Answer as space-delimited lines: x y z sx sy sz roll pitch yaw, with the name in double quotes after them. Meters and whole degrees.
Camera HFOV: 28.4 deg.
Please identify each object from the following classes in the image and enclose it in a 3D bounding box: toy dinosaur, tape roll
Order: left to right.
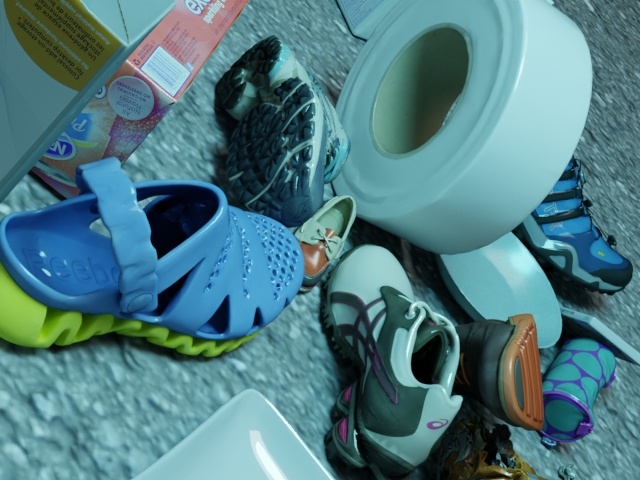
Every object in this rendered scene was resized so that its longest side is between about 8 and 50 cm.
0.134 -0.134 1.282 0.100 0.286 0.286 25 37 -32 "tape roll"
0.198 0.297 1.053 0.218 0.164 0.321 6 67 -29 "toy dinosaur"

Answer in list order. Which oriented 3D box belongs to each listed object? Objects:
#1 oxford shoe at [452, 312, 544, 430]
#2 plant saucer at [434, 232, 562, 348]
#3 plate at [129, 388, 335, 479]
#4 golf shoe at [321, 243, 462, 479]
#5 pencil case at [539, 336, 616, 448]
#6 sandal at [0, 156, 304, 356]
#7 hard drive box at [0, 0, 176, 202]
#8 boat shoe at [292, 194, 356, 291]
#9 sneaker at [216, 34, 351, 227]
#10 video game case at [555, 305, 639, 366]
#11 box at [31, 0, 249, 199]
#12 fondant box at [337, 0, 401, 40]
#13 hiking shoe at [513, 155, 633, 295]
0.148 0.119 1.135 0.271 0.098 0.096 5 81 -81 "oxford shoe"
0.182 0.044 1.380 0.195 0.037 0.195 32 33 -24 "plant saucer"
-0.034 0.262 0.857 0.277 0.045 0.278 49 31 5 "plate"
0.074 0.090 1.117 0.105 0.120 0.272 29 34 -26 "golf shoe"
0.268 0.156 1.333 0.070 0.064 0.152 38 30 6 "pencil case"
-0.111 0.009 0.963 0.317 0.138 0.126 -1 54 -54 "sandal"
-0.238 -0.128 0.820 0.181 0.232 0.089 42 32 -9 "hard drive box"
0.000 0.000 1.199 0.049 0.043 0.137 45 32 -8 "boat shoe"
-0.015 -0.095 1.204 0.122 0.110 0.283 39 22 -28 "sneaker"
0.306 0.105 1.422 0.087 0.011 0.122 38 -5 -16 "video game case"
-0.176 -0.184 1.090 0.154 0.142 0.300 40 31 -13 "box"
0.099 -0.391 1.717 0.238 0.096 0.330 12 44 -44 "fondant box"
0.275 -0.052 1.491 0.304 0.132 0.113 37 14 -19 "hiking shoe"
